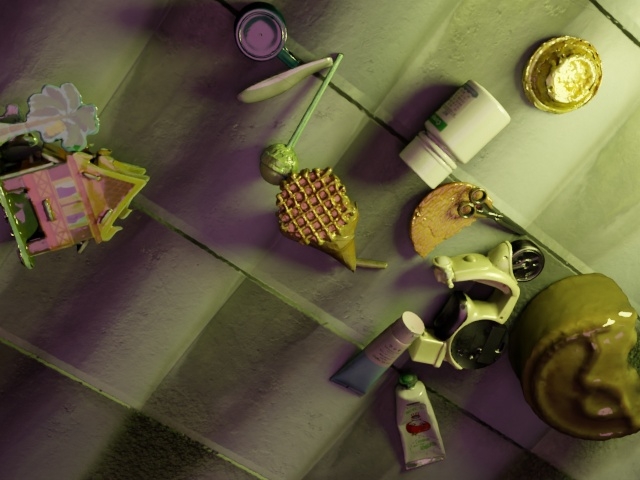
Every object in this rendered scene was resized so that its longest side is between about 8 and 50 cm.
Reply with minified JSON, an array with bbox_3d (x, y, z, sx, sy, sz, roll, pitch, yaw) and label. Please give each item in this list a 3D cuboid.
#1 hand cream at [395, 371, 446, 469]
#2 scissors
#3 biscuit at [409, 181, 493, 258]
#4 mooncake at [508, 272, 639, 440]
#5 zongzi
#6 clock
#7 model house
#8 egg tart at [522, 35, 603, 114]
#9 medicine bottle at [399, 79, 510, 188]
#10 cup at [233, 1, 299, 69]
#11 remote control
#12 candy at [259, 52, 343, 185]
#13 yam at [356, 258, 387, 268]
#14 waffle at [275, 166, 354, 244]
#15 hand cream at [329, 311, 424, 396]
[{"bbox_3d":[0.269,0.506,1.941,0.121,0.076,0.335,-14,119,2],"label":"hand cream"},{"bbox_3d":[0.434,-0.058,1.722,0.220,0.017,0.088,26,109,-28],"label":"scissors"},{"bbox_3d":[0.302,-0.066,1.718,0.224,0.033,0.144,-41,112,8],"label":"biscuit"},{"bbox_3d":[0.704,0.314,1.807,0.394,0.246,0.393,30,112,-13],"label":"mooncake"},{"bbox_3d":[0.000,0.000,1.686,0.195,0.099,0.197,-4,117,-4],"label":"zongzi"},{"bbox_3d":[0.387,0.159,1.778,0.277,0.120,0.378,10,111,-13],"label":"clock"},{"bbox_3d":[-0.554,-0.167,1.531,0.313,0.242,0.357,-19,112,-15],"label":"model house"},{"bbox_3d":[0.563,-0.375,1.598,0.191,0.074,0.191,-3,111,-7],"label":"egg tart"},{"bbox_3d":[0.303,-0.238,1.594,0.139,0.139,0.237,40,105,-19],"label":"medicine bottle"},{"bbox_3d":[-0.109,-0.435,1.471,0.150,0.138,0.113,12,111,-10],"label":"cup"},{"bbox_3d":[-0.078,-0.349,1.538,0.229,0.073,0.044,-19,93,6],"label":"remote control"},{"bbox_3d":[-0.035,-0.275,1.586,0.093,0.092,0.335,28,99,-24],"label":"candy"},{"bbox_3d":[0.111,0.058,1.758,0.116,0.021,0.021,6,111,-9],"label":"yam"},{"bbox_3d":[-0.017,-0.076,1.586,0.191,0.038,0.191,-1,105,-4],"label":"waffle"},{"bbox_3d":[0.153,0.302,1.821,0.111,0.070,0.312,29,127,-16],"label":"hand cream"}]
